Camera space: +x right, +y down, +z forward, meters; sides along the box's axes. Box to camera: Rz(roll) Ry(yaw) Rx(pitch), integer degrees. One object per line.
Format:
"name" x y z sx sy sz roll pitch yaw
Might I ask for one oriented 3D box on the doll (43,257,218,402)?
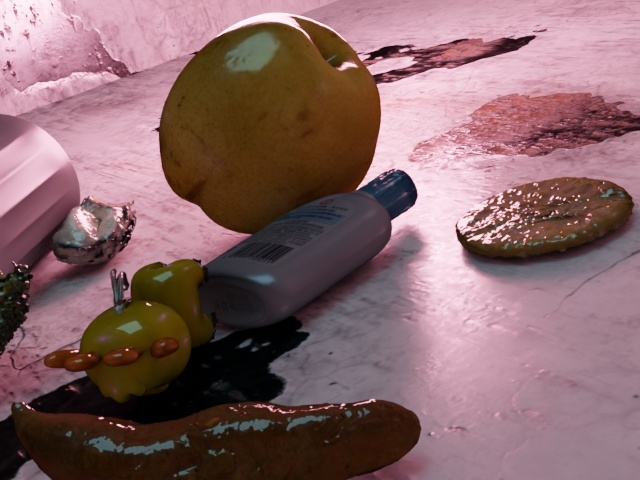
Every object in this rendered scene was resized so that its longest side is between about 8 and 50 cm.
"doll" -0.187 0.096 1.156 0.143 0.135 0.221 -6 10 19

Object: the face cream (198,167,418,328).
"face cream" 0.000 0.000 1.358 0.163 0.080 0.337 2 26 43

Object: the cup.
"cup" -0.539 -0.010 1.625 0.323 0.237 0.327 -40 11 23

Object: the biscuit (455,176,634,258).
"biscuit" 0.265 -0.030 1.314 0.220 0.033 0.220 -14 19 5

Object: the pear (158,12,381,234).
"pear" -0.071 -0.156 1.509 0.314 0.314 0.314 -14 20 5

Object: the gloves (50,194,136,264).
"gloves" -0.332 -0.007 1.641 0.114 0.070 0.153 10 26 4

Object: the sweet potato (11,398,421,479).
"sweet potato" -0.094 0.186 0.913 0.355 0.095 0.106 -1 67 8

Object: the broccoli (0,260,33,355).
"broccoli" -0.527 0.049 1.251 0.252 0.361 0.221 -49 14 25
